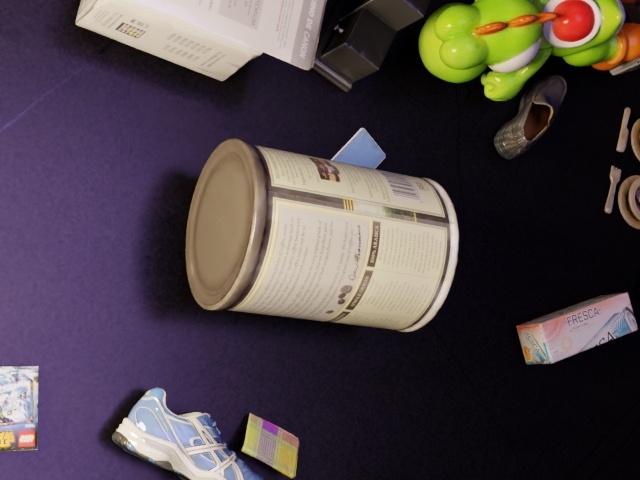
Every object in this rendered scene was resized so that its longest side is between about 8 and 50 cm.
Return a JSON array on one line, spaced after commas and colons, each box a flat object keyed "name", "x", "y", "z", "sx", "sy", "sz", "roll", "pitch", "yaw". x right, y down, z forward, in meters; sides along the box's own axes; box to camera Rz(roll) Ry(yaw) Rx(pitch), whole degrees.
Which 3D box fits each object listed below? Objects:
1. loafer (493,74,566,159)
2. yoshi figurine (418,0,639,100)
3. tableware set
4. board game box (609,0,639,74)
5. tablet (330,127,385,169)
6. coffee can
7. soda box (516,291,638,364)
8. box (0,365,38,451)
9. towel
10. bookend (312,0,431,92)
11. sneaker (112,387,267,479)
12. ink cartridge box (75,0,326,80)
[{"name": "loafer", "x": 0.328, "y": -0.188, "z": 1.593, "sx": 0.062, "sy": 0.061, "sz": 0.170, "roll": 43, "pitch": 64, "yaw": -15}, {"name": "yoshi figurine", "x": 0.285, "y": -0.305, "z": 1.527, "sx": 0.362, "sy": 0.203, "sz": 0.204, "roll": -13, "pitch": 58, "yaw": -30}, {"name": "tableware set", "x": 0.528, "y": -0.112, "z": 1.707, "sx": 0.128, "sy": 0.039, "sz": 0.194, "roll": 23, "pitch": 72, "yaw": -25}, {"name": "board game box", "x": 0.468, "y": -0.422, "z": 1.630, "sx": 0.053, "sy": 0.193, "sz": 0.305, "roll": -14, "pitch": 90, "yaw": -11}, {"name": "tablet", "x": 0.049, "y": -0.109, "z": 1.459, "sx": 0.054, "sy": 0.006, "sz": 0.083, "roll": 49, "pitch": 64, "yaw": -14}, {"name": "coffee can", "x": 0.000, "y": 0.000, "z": 1.303, "sx": 0.275, "sy": 0.201, "sz": 0.202, "roll": 9, "pitch": 78, "yaw": -28}, {"name": "soda box", "x": 0.380, "y": 0.129, "z": 1.578, "sx": 0.183, "sy": 0.058, "sz": 0.063, "roll": -16, "pitch": 90, "yaw": -29}, {"name": "box", "x": -0.378, "y": 0.185, "z": 1.165, "sx": 0.137, "sy": 0.027, "sz": 0.094, "roll": 4, "pitch": 79, "yaw": -28}, {"name": "towel", "x": -0.060, "y": 0.256, "z": 1.328, "sx": 0.083, "sy": 0.009, "sz": 0.060, "roll": 33, "pitch": 40, "yaw": -23}, {"name": "bookend", "x": 0.075, "y": -0.296, "z": 1.415, "sx": 0.072, "sy": 0.156, "sz": 0.157, "roll": 33, "pitch": 69, "yaw": -22}, {"name": "sneaker", "x": -0.136, "y": 0.249, "z": 1.260, "sx": 0.211, "sy": 0.080, "sz": 0.081, "roll": 34, "pitch": 71, "yaw": -22}, {"name": "ink cartridge box", "x": -0.125, "y": -0.374, "z": 1.330, "sx": 0.271, "sy": 0.130, "sz": 0.310, "roll": 19, "pitch": 74, "yaw": -26}]
